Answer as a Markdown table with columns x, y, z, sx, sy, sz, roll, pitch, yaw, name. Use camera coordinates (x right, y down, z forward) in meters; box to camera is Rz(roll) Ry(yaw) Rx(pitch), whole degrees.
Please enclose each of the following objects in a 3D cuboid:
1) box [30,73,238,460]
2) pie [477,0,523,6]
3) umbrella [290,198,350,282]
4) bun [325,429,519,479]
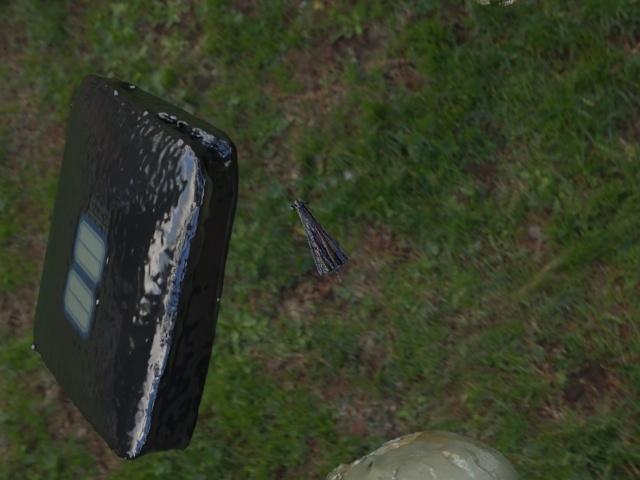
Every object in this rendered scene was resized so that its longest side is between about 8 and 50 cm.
| x | y | z | sx | sy | sz | roll | pitch | yaw | name |
| --- | --- | --- | --- | --- | --- | --- | --- | --- | --- |
| -0.208 | 0.018 | 1.227 | 0.359 | 0.091 | 0.350 | 32 | 114 | 51 | box |
| 0.124 | -0.282 | 1.132 | 0.128 | 0.068 | 0.282 | -11 | 27 | -17 | pie |
| 0.000 | 0.000 | 1.007 | 0.031 | 0.020 | 0.083 | -31 | 81 | 0 | umbrella |
| 0.076 | 0.292 | 1.212 | 0.287 | 0.287 | 0.146 | -38 | 86 | 9 | bun |
